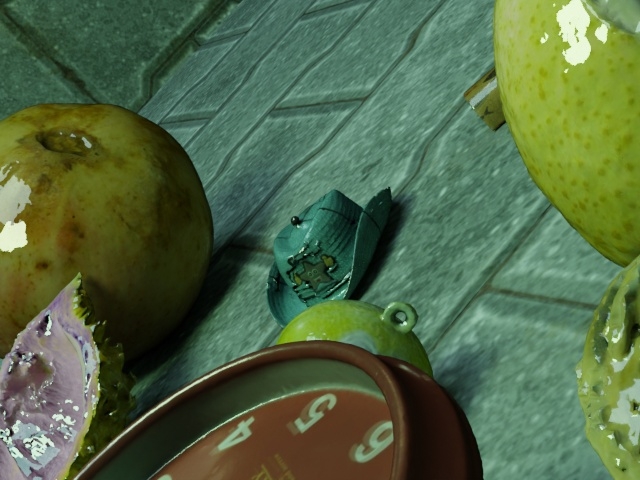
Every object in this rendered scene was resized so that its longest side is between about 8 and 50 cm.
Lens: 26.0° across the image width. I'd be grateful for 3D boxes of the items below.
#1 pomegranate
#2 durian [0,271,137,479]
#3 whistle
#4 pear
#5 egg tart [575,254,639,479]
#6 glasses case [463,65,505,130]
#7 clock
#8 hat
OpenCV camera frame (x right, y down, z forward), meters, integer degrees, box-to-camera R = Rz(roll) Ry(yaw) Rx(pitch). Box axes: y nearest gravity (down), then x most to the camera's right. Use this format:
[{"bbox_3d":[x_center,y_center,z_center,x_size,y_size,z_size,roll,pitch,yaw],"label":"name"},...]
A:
[{"bbox_3d":[-0.287,0.012,1.600,0.338,0.338,0.338,-40,18,16],"label":"pomegranate"},{"bbox_3d":[-0.276,0.221,1.404,0.191,0.112,0.341,38,99,39],"label":"durian"},{"bbox_3d":[-0.001,0.130,0.985,0.223,0.123,0.123,-53,14,21],"label":"whistle"},{"bbox_3d":[0.225,-0.107,0.774,0.271,0.271,0.271,-40,18,16],"label":"pear"},{"bbox_3d":[0.232,0.058,0.598,0.232,0.098,0.252,0,50,26],"label":"egg tart"},{"bbox_3d":[0.211,-0.180,1.312,0.170,0.041,0.064,-42,17,14],"label":"glasses case"},{"bbox_3d":[-0.055,0.180,0.671,0.318,0.080,0.318,-33,26,18],"label":"clock"},{"bbox_3d":[0.000,0.000,1.319,0.138,0.078,0.191,-33,21,30],"label":"hat"}]
